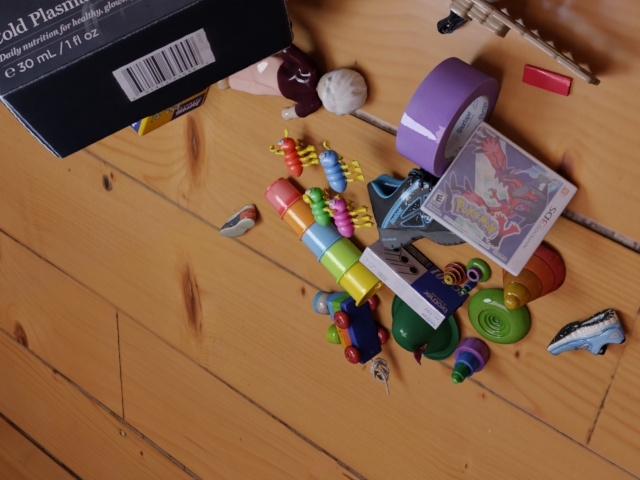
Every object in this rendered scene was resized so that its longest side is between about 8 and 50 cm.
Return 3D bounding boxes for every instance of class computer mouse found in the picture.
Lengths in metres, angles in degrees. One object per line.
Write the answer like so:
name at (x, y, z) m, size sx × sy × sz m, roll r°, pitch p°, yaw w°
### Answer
computer mouse at (0.182, -0.435, 1.566) m, size 0.193 × 0.042 × 0.106 m, roll 62°, pitch 170°, yaw -4°

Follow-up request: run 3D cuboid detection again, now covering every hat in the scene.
hat at (0.163, 0.205, 1.927) m, size 0.173 × 0.183 × 0.208 m, roll 40°, pitch 141°, yaw 19°

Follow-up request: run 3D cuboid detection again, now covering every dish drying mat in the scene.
dish drying mat at (0.369, -0.262, 1.555) m, size 0.083 × 0.008 × 0.032 m, roll 26°, pitch 131°, yaw 30°

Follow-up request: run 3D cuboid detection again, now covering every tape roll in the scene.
tape roll at (0.214, -0.206, 1.602) m, size 0.080 × 0.189 × 0.189 m, roll 35°, pitch 136°, yaw 21°

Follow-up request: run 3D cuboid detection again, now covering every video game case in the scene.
video game case at (0.301, -0.071, 1.607) m, size 0.201 × 0.183 × 0.023 m, roll 35°, pitch 178°, yaw 0°

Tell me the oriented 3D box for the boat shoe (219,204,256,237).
boat shoe at (-0.192, -0.043, 2.213) m, size 0.137 × 0.049 × 0.043 m, roll -28°, pitch 53°, yaw 52°

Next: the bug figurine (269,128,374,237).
bug figurine at (0.003, -0.111, 1.884) m, size 0.279 × 0.072 × 0.216 m, roll 25°, pitch 143°, yaw 61°

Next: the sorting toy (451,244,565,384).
sorting toy at (0.325, 0.159, 1.788) m, size 0.127 × 0.126 × 0.365 m, roll 33°, pitch 136°, yaw 10°

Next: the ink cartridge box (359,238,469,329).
ink cartridge box at (0.186, 0.074, 1.891) m, size 0.207 × 0.097 × 0.046 m, roll 43°, pitch 135°, yaw 14°

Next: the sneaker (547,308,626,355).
sneaker at (0.479, 0.185, 1.717) m, size 0.073 × 0.063 × 0.162 m, roll 53°, pitch 140°, yaw -4°

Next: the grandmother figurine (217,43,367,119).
grandmother figurine at (-0.061, -0.322, 1.862) m, size 0.342 × 0.104 × 0.208 m, roll 20°, pitch 157°, yaw 30°

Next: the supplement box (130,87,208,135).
supplement box at (-0.328, -0.426, 1.961) m, size 0.194 × 0.195 × 0.356 m, roll 43°, pitch 139°, yaw 12°

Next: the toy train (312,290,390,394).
toy train at (0.070, 0.225, 2.111) m, size 0.143 × 0.105 × 0.248 m, roll 11°, pitch 124°, yaw 51°

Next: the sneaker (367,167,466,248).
sneaker at (0.216, -0.070, 1.743) m, size 0.341 × 0.125 × 0.140 m, roll -9°, pitch 109°, yaw 45°

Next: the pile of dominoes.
pile of dominoes at (0.312, -0.296, 1.446) m, size 0.251 × 0.196 × 0.040 m, roll 40°, pitch 109°, yaw 15°

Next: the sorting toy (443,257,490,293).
sorting toy at (0.279, 0.072, 1.844) m, size 0.102 × 0.042 × 0.061 m, roll -9°, pitch 110°, yaw 46°

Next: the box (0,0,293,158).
box at (-0.368, -0.480, 1.626) m, size 0.472 × 0.480 × 0.297 m, roll 62°, pitch 177°, yaw 16°

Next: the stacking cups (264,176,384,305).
stacking cups at (0.000, 0.000, 2.017) m, size 0.316 × 0.096 × 0.096 m, roll 44°, pitch 138°, yaw 12°
